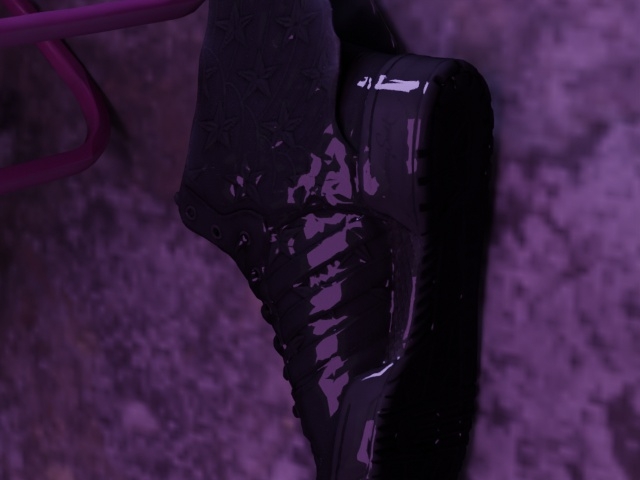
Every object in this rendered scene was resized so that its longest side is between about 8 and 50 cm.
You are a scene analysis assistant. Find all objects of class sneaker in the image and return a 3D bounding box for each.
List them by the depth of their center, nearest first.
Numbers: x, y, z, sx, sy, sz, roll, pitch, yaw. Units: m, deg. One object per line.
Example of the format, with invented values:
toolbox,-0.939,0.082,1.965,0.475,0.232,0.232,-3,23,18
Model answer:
sneaker,-0.002,0.000,0.520,0.089,0.051,0.170,13,101,34

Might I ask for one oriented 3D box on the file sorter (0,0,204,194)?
file sorter,-0.201,-0.035,0.565,0.182,0.202,0.290,52,123,13
